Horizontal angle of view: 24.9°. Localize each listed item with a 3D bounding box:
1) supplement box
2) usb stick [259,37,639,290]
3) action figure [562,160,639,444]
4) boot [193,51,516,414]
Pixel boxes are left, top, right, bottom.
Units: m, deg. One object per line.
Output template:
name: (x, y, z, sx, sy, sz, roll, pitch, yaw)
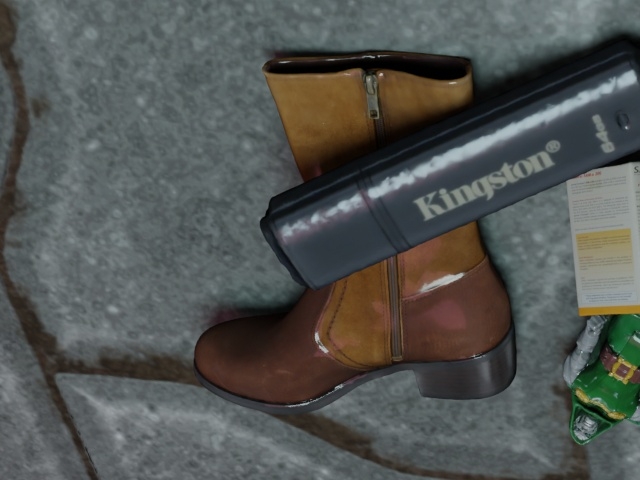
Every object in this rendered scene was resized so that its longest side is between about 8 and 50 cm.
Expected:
supplement box: (0.199, -0.001, 0.956, 0.062, 0.036, 0.098, -6, 88, 56)
usb stick: (0.094, -0.047, 0.942, 0.278, 0.045, 0.077, -24, 118, 13)
action figure: (0.231, 0.067, 1.030, 0.137, 0.063, 0.232, 31, 132, 12)
boot: (0.000, 0.000, 1.052, 0.264, 0.096, 0.280, 1, 129, 23)
